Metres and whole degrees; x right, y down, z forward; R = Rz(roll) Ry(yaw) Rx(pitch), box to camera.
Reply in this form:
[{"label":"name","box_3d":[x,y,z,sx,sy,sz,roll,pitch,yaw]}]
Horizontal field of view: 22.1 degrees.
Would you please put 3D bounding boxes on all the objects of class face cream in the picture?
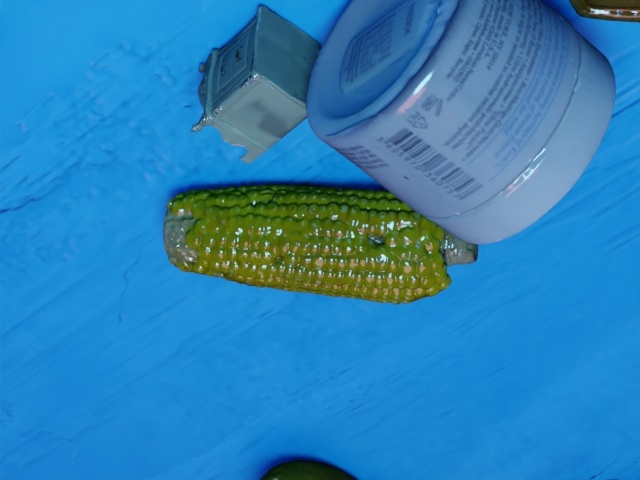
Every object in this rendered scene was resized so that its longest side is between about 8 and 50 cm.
[{"label":"face cream","box_3d":[0.098,-0.109,1.178,0.153,0.177,0.177,34,129,-26]}]

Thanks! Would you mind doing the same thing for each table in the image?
[{"label":"table","box_3d":[-0.050,-0.117,1.248,0.062,0.079,0.083,30,132,-27]}]

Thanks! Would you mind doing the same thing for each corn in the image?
[{"label":"corn","box_3d":[0.000,0.000,1.357,0.262,0.097,0.097,4,137,4]}]

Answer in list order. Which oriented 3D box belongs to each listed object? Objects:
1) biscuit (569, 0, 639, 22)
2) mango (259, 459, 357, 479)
[{"label":"biscuit","box_3d":[0.256,-0.236,1.136,0.182,0.034,0.215,4,136,-1]},{"label":"mango","box_3d":[0.020,0.315,1.650,0.156,0.151,0.249,10,154,47]}]
